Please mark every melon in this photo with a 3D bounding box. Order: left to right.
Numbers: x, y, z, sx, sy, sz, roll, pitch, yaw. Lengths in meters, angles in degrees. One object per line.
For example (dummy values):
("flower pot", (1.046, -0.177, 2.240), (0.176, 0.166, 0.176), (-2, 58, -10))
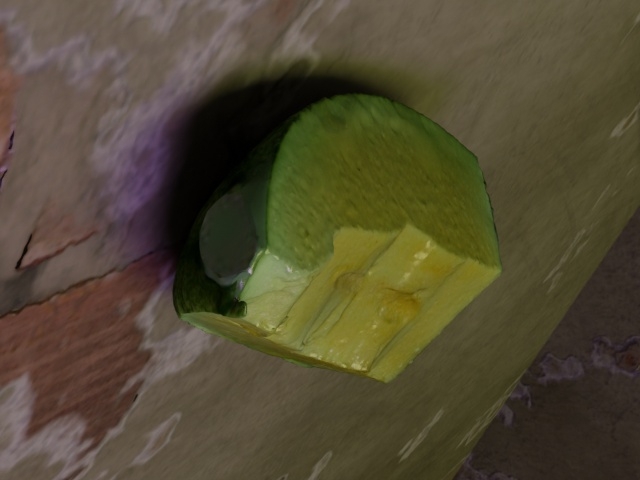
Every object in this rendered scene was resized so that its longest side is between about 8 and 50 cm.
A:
("melon", (0.000, 0.000, 0.760), (0.196, 0.124, 0.323), (-54, 156, 7))
